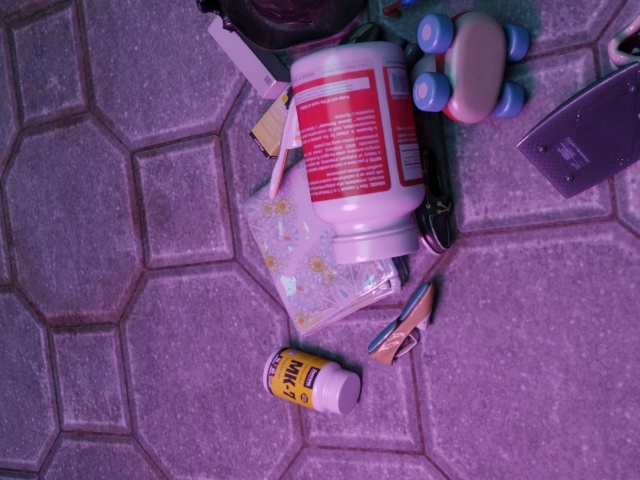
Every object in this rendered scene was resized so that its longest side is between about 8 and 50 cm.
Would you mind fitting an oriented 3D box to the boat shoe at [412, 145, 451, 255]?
[{"bbox_3d":[0.231,-0.084,1.673,0.068,0.081,0.228,-22,80,38],"label":"boat shoe"}]

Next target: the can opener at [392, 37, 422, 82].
[{"bbox_3d":[0.134,-0.294,1.719,0.074,0.093,0.280,31,107,29],"label":"can opener"}]

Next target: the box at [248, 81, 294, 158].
[{"bbox_3d":[-0.065,-0.297,1.869,0.232,0.058,0.087,-48,69,29],"label":"box"}]

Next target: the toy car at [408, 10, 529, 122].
[{"bbox_3d":[0.250,-0.341,1.597,0.238,0.219,0.210,17,106,61],"label":"toy car"}]

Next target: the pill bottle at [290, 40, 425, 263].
[{"bbox_3d":[0.081,-0.169,1.590,0.229,0.229,0.408,-7,94,35],"label":"pill bottle"}]

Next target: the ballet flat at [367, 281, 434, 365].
[{"bbox_3d":[0.193,0.184,1.745,0.073,0.080,0.232,35,119,-4],"label":"ballet flat"}]

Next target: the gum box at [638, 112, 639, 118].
[{"bbox_3d":[0.659,-0.207,1.341,0.184,0.041,0.157,35,118,-8],"label":"gum box"}]

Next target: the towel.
[{"bbox_3d":[0.000,0.000,1.836,0.320,0.090,0.375,-31,77,32],"label":"towel"}]

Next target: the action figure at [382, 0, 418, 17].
[{"bbox_3d":[0.258,-0.528,1.616,0.280,0.139,0.092,-5,95,57],"label":"action figure"}]

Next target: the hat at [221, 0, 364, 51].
[{"bbox_3d":[-0.066,-0.577,1.720,0.331,0.134,0.331,-1,79,7],"label":"hat"}]

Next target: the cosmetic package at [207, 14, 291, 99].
[{"bbox_3d":[-0.159,-0.433,1.896,0.239,0.099,0.060,52,122,19],"label":"cosmetic package"}]

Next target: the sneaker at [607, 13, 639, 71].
[{"bbox_3d":[0.606,-0.359,1.370,0.252,0.111,0.103,-31,77,33],"label":"sneaker"}]

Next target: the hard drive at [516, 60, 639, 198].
[{"bbox_3d":[0.502,-0.199,1.445,0.172,0.054,0.254,41,126,-19],"label":"hard drive"}]

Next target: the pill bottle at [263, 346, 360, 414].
[{"bbox_3d":[-0.020,0.328,1.865,0.208,0.119,0.119,12,101,33],"label":"pill bottle"}]

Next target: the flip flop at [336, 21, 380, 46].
[{"bbox_3d":[0.070,-0.341,1.753,0.112,0.080,0.277,16,90,55],"label":"flip flop"}]

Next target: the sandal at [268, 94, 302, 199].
[{"bbox_3d":[-0.053,-0.214,1.793,0.076,0.102,0.265,14,104,-3],"label":"sandal"}]

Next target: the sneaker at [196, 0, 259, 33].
[{"bbox_3d":[-0.155,-0.515,1.836,0.286,0.130,0.109,26,149,18],"label":"sneaker"}]
